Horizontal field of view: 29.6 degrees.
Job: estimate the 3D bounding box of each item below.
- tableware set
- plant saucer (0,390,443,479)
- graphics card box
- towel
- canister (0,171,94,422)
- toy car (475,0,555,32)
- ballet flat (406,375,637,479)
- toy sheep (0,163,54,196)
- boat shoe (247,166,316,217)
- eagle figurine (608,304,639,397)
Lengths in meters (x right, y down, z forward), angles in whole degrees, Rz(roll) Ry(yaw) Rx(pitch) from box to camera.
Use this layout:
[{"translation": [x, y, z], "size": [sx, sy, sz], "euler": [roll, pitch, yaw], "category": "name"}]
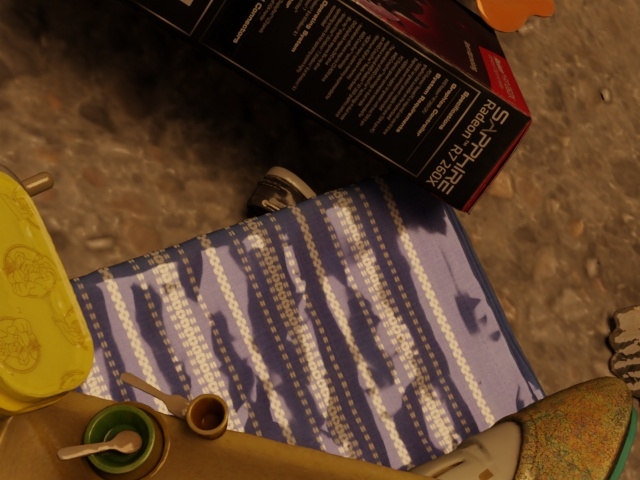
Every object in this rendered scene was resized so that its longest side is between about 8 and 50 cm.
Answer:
[{"translation": [-0.096, 0.144, 0.616], "size": [0.104, 0.024, 0.154], "euler": [23, 66, 13], "category": "tableware set"}, {"translation": [-0.051, 0.270, 0.609], "size": [0.333, 0.081, 0.332], "euler": [12, 65, 9], "category": "plant saucer"}, {"translation": [-0.030, -0.186, 0.873], "size": [0.371, 0.094, 0.233], "euler": [30, 23, -13], "category": "graphics card box"}, {"translation": [-0.008, 0.096, 0.798], "size": [0.336, 0.040, 0.243], "euler": [-20, 81, -30], "category": "towel"}, {"translation": [-0.214, 0.055, 0.640], "size": [0.073, 0.170, 0.126], "euler": [-12, 74, -58], "category": "canister"}, {"translation": [0.132, -0.280, 0.995], "size": [0.210, 0.219, 0.238], "euler": [17, 58, -22], "category": "toy car"}, {"translation": [0.073, 0.207, 0.729], "size": [0.123, 0.123, 0.348], "euler": [36, 74, -10], "category": "ballet flat"}, {"translation": [-0.220, -0.011, 0.732], "size": [0.132, 0.091, 0.091], "euler": [-22, 78, -32], "category": "toy sheep"}, {"translation": [0.000, 0.000, 0.882], "size": [0.125, 0.046, 0.038], "euler": [44, 65, -16], "category": "boat shoe"}, {"translation": [0.389, 0.016, 1.023], "size": [0.298, 0.225, 0.226], "euler": [-29, 93, -48], "category": "eagle figurine"}]
